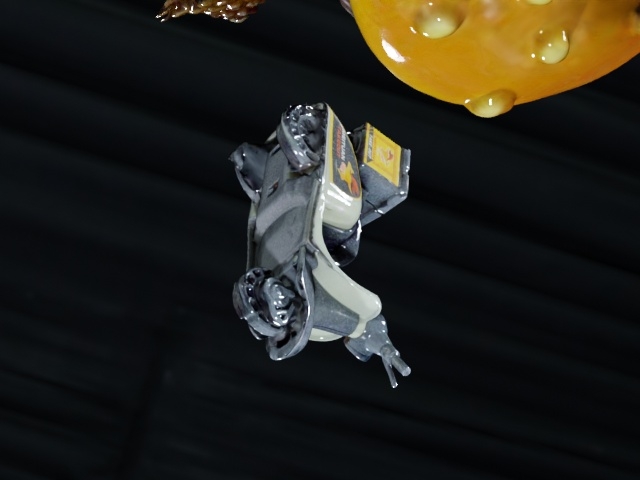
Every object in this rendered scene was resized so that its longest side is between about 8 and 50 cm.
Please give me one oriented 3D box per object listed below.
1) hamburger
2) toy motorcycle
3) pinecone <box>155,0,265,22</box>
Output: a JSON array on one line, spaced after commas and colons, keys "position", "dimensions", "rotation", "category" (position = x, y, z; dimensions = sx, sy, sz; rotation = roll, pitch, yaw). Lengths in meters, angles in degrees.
[{"position": [0.167, -0.316, 1.691], "dimensions": [0.277, 0.396, 0.396], "rotation": [61, -39, 41], "category": "hamburger"}, {"position": [0.000, 0.000, 1.537], "dimensions": [0.091, 0.157, 0.263], "rotation": [-34, -143, 36], "category": "toy motorcycle"}, {"position": [-0.091, -0.262, 1.577], "dimensions": [0.173, 0.173, 0.173], "rotation": [-163, -90, -85], "category": "pinecone"}]
